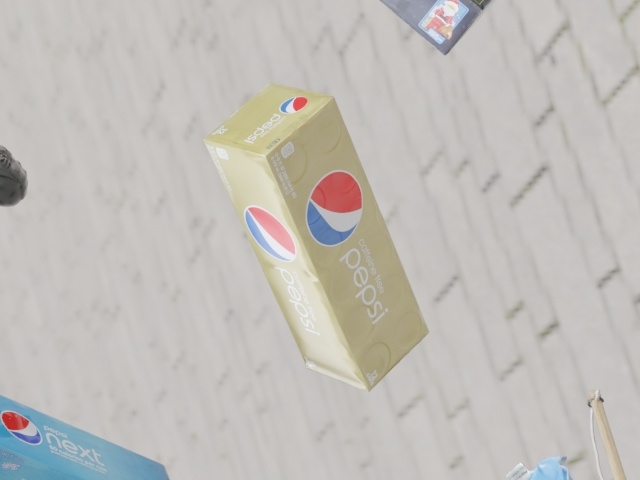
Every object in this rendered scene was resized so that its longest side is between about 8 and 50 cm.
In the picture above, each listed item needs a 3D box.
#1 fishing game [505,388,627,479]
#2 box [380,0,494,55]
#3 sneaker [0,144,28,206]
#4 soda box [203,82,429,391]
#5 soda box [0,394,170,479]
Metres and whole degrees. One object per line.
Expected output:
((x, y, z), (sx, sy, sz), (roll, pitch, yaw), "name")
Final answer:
((0.140, 0.233, 1.246), (0.189, 0.041, 0.264), (-97, 24, -51), "fishing game")
((0.031, -0.238, 1.213), (0.233, 0.159, 0.044), (41, 126, 0), "box")
((-0.377, -0.054, 1.459), (0.109, 0.286, 0.130), (-112, 34, -79), "sneaker")
((0.000, 0.000, 1.086), (0.058, 0.061, 0.181), (16, 139, 46), "soda box")
((-0.202, 0.171, 1.322), (0.067, 0.210, 0.071), (-51, 35, 14), "soda box")
